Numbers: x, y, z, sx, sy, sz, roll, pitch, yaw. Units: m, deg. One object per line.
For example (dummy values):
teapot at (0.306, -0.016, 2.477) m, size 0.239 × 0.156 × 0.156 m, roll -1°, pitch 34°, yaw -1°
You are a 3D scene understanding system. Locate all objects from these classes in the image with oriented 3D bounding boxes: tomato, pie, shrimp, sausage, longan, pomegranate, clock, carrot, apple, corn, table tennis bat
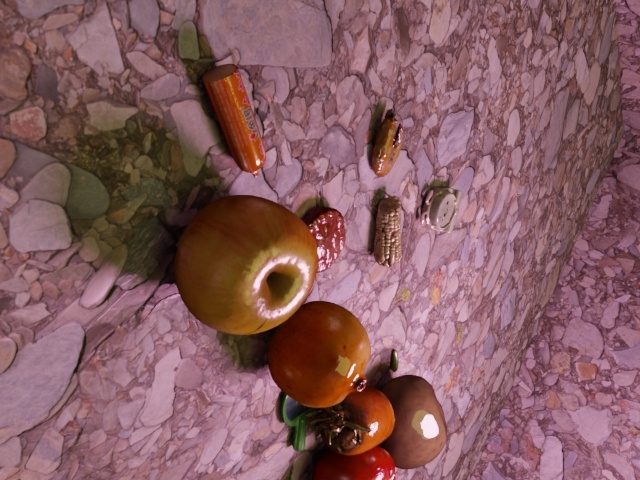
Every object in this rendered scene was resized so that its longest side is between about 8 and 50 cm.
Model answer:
tomato at (0.094, 0.764, 1.745) m, size 0.298 × 0.226 × 0.299 m, roll -35°, pitch 139°, yaw -37°
pie at (0.000, 0.000, 1.407) m, size 0.182 × 0.049 × 0.183 m, roll -25°, pitch 125°, yaw -41°
shrimp at (0.186, -0.268, 1.523) m, size 0.132 × 0.051 × 0.188 m, roll -31°, pitch 138°, yaw -55°
sausage at (-0.158, -0.222, 1.081) m, size 0.071 × 0.071 × 0.234 m, roll -45°, pitch 138°, yaw -29°
longan at (0.296, 0.622, 1.902) m, size 0.288 × 0.288 × 0.351 m, roll -37°, pitch 127°, yaw -36°
pomegranate at (0.004, 0.285, 1.379) m, size 0.264 × 0.264 × 0.265 m, roll -26°, pitch 126°, yaw -43°
clock at (0.399, -0.103, 1.850) m, size 0.190 × 0.062 × 0.152 m, roll -1°, pitch 108°, yaw -51°
carrot at (0.100, 0.529, 1.642) m, size 0.331 × 0.193 × 0.214 m, roll 10°, pitch 113°, yaw -58°
apple at (-0.148, 0.047, 1.089) m, size 0.285 × 0.233 × 0.286 m, roll -23°, pitch 125°, yaw -38°
corn at (0.199, -0.021, 1.620) m, size 0.087 × 0.087 × 0.211 m, roll -27°, pitch 124°, yaw -42°
table tennis bat at (-0.056, 0.491, 1.584) m, size 0.160 × 0.039 × 0.257 m, roll -18°, pitch 118°, yaw -48°

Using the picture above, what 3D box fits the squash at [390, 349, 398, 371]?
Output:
squash at (0.266, 0.429, 1.968) m, size 0.027 × 0.027 × 0.089 m, roll -20°, pitch 121°, yaw -46°
